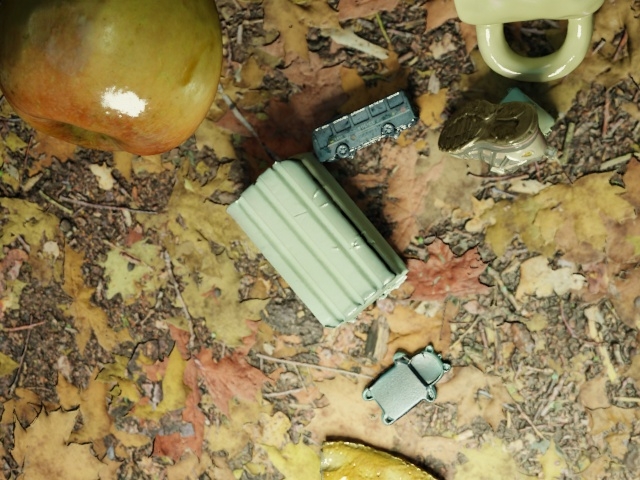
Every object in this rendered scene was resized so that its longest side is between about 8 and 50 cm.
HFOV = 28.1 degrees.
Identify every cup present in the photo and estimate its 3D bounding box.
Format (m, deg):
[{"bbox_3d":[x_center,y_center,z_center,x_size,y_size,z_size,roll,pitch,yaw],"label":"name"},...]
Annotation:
[{"bbox_3d":[0.294,-0.350,1.779,0.202,0.173,0.255,-1,95,17],"label":"cup"}]

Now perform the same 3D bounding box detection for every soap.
[{"bbox_3d":[0.000,0.000,1.944,0.150,0.094,0.261,-41,85,21],"label":"soap"}]

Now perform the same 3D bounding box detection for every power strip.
[{"bbox_3d":[0.303,-0.186,1.875,0.090,0.016,0.040,42,104,7],"label":"power strip"}]

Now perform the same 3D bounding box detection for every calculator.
[{"bbox_3d":[0.133,0.219,1.964,0.141,0.019,0.094,-41,85,14],"label":"calculator"}]

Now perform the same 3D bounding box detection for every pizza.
[{"bbox_3d":[0.066,0.406,1.978,0.204,0.080,0.188,30,80,20],"label":"pizza"}]

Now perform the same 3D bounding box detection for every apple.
[{"bbox_3d":[-0.312,-0.296,1.877,0.338,0.338,0.305,10,81,14],"label":"apple"}]

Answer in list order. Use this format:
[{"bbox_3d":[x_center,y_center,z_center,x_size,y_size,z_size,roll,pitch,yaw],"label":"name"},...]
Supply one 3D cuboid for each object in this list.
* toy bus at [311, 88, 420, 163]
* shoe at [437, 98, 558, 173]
[{"bbox_3d":[0.066,-0.170,1.927,0.166,0.047,0.065,-23,85,15],"label":"toy bus"},{"bbox_3d":[0.259,-0.147,1.857,0.180,0.092,0.089,-1,61,47],"label":"shoe"}]
